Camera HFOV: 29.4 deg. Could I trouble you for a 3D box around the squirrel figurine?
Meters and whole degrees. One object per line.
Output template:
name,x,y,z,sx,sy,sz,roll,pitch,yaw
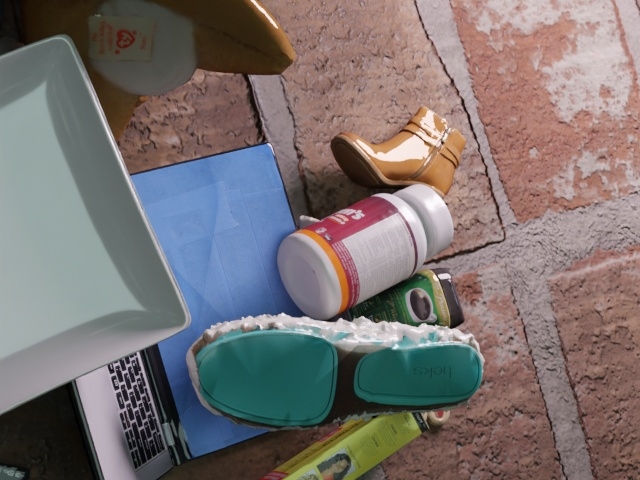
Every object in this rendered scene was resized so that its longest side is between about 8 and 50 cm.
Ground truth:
squirrel figurine,-0.260,-0.351,1.435,0.281,0.370,0.397,-31,128,11

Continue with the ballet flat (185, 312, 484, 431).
ballet flat,0.011,0.160,1.531,0.409,0.147,0.147,5,79,-26

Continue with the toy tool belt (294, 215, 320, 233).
toy tool belt,0.000,0.000,1.677,0.083,0.052,0.051,19,90,-41

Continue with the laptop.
laptop,-0.152,0.079,1.496,0.236,0.408,0.382,-17,88,8

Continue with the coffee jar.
coffee jar,0.107,0.100,1.689,0.184,0.079,0.096,-14,83,-25

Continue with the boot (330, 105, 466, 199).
boot,0.114,-0.134,1.738,0.197,0.073,0.152,39,68,-27

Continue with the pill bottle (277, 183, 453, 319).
pill bottle,0.062,0.010,1.615,0.221,0.121,0.121,-26,93,-31

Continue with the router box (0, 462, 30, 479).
router box,-0.414,0.303,1.439,0.122,0.038,0.092,16,75,-21

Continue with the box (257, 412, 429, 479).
box,0.026,0.285,1.610,0.232,0.087,0.058,-31,94,-20

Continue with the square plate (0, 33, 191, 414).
square plate,-0.352,0.003,1.257,0.347,0.049,0.344,-25,97,-23

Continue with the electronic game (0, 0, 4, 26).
electronic game,-0.481,-0.289,1.437,0.229,0.048,0.229,-9,104,-39

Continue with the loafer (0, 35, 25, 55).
loafer,-0.371,-0.128,1.500,0.087,0.094,0.251,8,78,-19

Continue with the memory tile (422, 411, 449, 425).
memory tile,0.113,0.209,1.710,0.148,0.012,0.113,-2,82,-24
